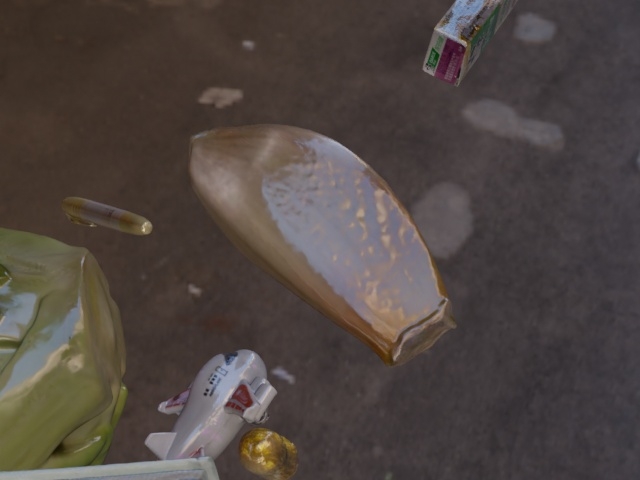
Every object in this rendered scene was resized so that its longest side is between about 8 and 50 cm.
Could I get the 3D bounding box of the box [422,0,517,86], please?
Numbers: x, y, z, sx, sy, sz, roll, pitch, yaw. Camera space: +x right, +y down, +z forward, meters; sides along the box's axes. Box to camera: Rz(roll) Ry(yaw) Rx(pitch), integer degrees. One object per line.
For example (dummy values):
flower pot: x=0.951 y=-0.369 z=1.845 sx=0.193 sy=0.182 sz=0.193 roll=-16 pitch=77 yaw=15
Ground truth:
box: x=0.156 y=-0.225 z=1.162 sx=0.041 sy=0.050 sz=0.207 roll=27 pitch=48 yaw=10

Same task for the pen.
pen: x=-0.301 y=-0.030 z=1.683 sx=0.032 sy=0.040 sz=0.233 roll=2 pitch=9 yaw=-39

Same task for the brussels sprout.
brussels sprout: x=-0.321 y=0.124 z=0.979 sx=0.328 sy=0.247 sz=0.328 roll=-1 pitch=65 yaw=3

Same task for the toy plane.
toy plane: x=-0.178 y=0.276 z=1.952 sx=0.252 sy=0.118 sz=0.252 roll=-30 pitch=24 yaw=15

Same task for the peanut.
peanut: x=-0.091 y=0.384 z=2.148 sx=0.087 sy=0.206 sz=0.087 roll=-4 pitch=72 yaw=13

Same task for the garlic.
garlic: x=0.006 y=-0.006 z=1.177 sx=0.143 sy=0.112 sz=0.318 roll=-39 pitch=66 yaw=-23

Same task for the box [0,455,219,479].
box: x=-0.134 y=0.219 z=0.510 sx=0.225 sy=0.117 sz=0.225 roll=3 pitch=53 yaw=-35
